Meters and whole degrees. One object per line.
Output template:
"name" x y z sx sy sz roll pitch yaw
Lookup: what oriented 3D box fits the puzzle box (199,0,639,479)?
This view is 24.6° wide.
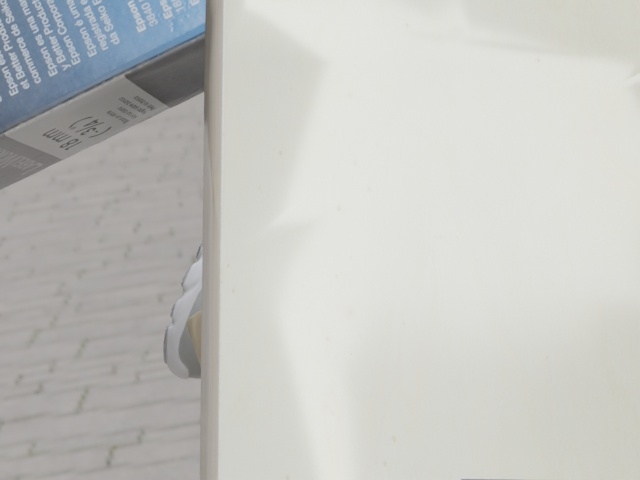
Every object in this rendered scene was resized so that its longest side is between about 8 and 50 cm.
"puzzle box" 0.081 0.070 0.654 0.272 0.408 0.052 3 -12 -14

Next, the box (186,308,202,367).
"box" 0.049 0.161 0.873 0.121 0.311 0.148 -34 -28 30

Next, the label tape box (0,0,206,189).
"label tape box" -0.214 -0.154 0.821 0.334 0.240 0.106 -25 -8 6

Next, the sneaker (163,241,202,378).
"sneaker" 0.000 0.000 1.056 0.281 0.115 0.105 -48 -8 -13
